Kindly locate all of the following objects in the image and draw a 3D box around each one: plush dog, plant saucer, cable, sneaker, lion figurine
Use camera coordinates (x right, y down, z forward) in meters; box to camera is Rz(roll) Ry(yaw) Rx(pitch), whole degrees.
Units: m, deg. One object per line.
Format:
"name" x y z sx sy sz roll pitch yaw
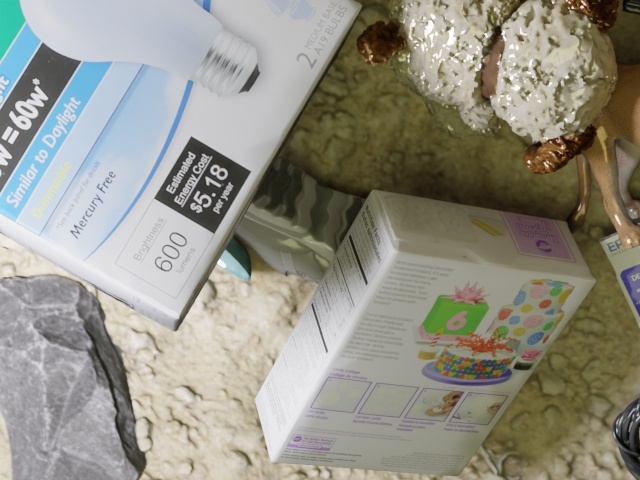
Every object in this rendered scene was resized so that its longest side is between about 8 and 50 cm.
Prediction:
"plush dog" 0.180 -0.185 1.511 0.225 0.211 0.262 21 118 28
"plant saucer" -0.119 0.000 1.757 0.119 0.119 0.021 40 78 -7
"cable" 0.420 0.233 1.773 0.185 0.047 0.150 10 121 5
"sneaker" 0.000 0.000 1.743 0.281 0.105 0.115 35 148 -8
"lion figurine" 0.336 -0.128 1.518 0.392 0.142 0.240 -14 105 49

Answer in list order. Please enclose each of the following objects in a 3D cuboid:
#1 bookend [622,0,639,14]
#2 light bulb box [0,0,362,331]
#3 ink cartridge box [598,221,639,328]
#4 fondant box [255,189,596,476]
"bookend" 0.390 -0.287 1.521 0.156 0.072 0.157 15 116 6
"light bulb box" -0.208 -0.152 1.546 0.361 0.225 0.357 29 81 -2
"ink cartridge box" 0.433 0.045 1.674 0.206 0.045 0.208 -23 101 20
"fondant box" 0.104 0.109 1.669 0.238 0.096 0.330 8 132 -25
